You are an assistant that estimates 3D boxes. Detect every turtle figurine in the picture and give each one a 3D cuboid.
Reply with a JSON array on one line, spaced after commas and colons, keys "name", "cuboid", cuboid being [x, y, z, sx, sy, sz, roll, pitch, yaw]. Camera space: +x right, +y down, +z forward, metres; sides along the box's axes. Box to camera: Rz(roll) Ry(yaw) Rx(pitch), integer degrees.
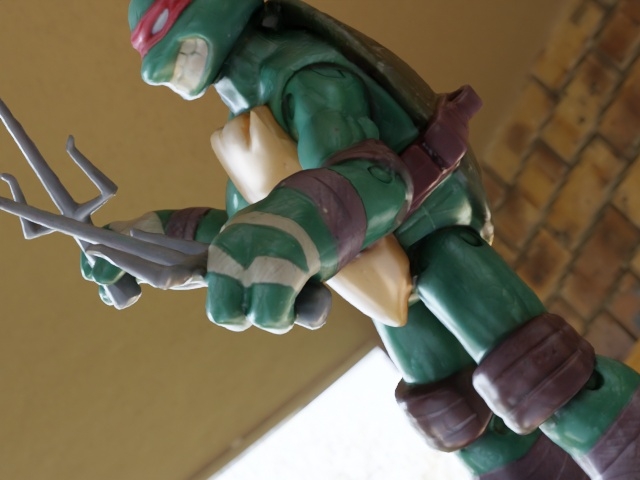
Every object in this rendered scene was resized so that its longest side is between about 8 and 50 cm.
[{"name": "turtle figurine", "cuboid": [0.000, 0.000, 0.446, 0.118, 0.234, 0.175, -46, 4, -7]}]
